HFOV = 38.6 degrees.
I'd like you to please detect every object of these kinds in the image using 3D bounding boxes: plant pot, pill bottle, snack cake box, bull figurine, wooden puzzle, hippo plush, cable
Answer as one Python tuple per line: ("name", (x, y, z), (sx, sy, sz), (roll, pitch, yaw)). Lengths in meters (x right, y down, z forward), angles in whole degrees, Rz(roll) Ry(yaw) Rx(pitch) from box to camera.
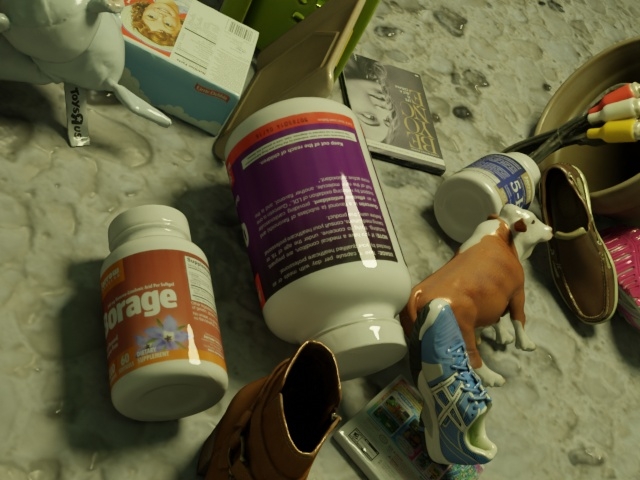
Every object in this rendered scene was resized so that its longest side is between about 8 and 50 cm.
("plant pot", (0.575, -0.143, 1.578), (0.280, 0.323, 0.323), (34, 41, -31))
("plant pot", (-0.027, -0.405, 1.409), (0.207, 0.227, 0.228), (21, 46, -12))
("pill bottle", (0.265, -0.073, 1.409), (0.112, 0.112, 0.186), (49, 41, 10))
("snack cake box", (-0.229, -0.271, 1.251), (0.264, 0.089, 0.152), (25, 47, -15))
("bull figurine", (0.215, 0.078, 1.217), (0.310, 0.101, 0.188), (-29, 103, -41))
("wooden puzzle", (-0.035, -0.227, 1.260), (0.044, 0.221, 0.239), (41, 41, -25))
("pill bottle", (0.000, 0.000, 1.108), (0.181, 0.181, 0.323), (2, 61, -34))
("hippo plush", (-0.326, -0.253, 1.021), (0.234, 0.236, 0.294), (-13, 94, -1))
("pill bottle", (-0.173, 0.073, 0.983), (0.121, 0.121, 0.216), (7, 52, -30))
("cable", (0.405, -0.186, 1.475), (0.072, 0.287, 0.139), (47, 42, -41))

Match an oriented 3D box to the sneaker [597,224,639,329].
("sneaker", (0.509, 0.076, 1.477), (0.103, 0.111, 0.252), (-19, 40, 2))

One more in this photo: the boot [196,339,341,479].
("boot", (-0.050, 0.249, 0.851), (0.109, 0.220, 0.283), (25, 45, -16))

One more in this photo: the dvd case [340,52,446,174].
("dvd case", (0.113, -0.211, 1.489), (0.164, 0.018, 0.221), (12, 50, -27))

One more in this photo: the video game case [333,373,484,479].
("video game case", (0.109, 0.256, 1.103), (0.157, 0.019, 0.143), (48, 43, 10))

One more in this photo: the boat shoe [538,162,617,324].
("boat shoe", (0.385, 0.003, 1.407), (0.095, 0.095, 0.257), (15, 58, -62))

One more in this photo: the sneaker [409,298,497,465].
("sneaker", (0.158, 0.165, 1.058), (0.080, 0.081, 0.211), (-32, 117, -45))
